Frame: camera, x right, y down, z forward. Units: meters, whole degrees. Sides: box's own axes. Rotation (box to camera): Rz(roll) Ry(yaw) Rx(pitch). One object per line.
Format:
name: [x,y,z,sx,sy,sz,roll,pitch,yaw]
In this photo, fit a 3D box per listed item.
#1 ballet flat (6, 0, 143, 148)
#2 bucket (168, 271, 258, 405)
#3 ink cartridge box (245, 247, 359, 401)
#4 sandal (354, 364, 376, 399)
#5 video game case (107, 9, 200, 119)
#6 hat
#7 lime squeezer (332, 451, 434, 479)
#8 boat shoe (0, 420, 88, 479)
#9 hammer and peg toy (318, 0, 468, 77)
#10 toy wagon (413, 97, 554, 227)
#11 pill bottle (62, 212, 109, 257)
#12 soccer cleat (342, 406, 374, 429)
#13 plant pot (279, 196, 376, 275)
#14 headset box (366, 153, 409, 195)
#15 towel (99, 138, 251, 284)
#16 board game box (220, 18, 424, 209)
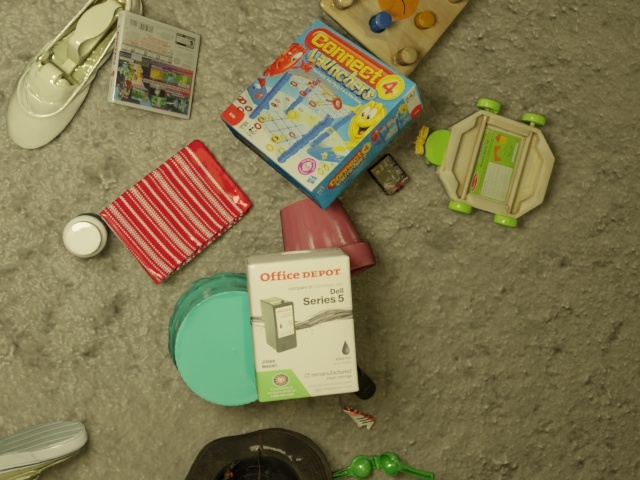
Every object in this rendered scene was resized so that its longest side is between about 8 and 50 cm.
ballet flat: [-0.508,-0.363,1.620,0.139,0.139,0.400,38,86,-13]
bucket: [-0.190,0.212,1.710,0.281,0.183,0.281,-1,96,-12]
ink cartridge box: [-0.038,0.161,1.579,0.198,0.115,0.272,-5,97,-6]
sandal: [0.062,0.300,1.846,0.179,0.040,0.067,43,85,-12]
video game case: [-0.340,-0.357,1.657,0.201,0.023,0.183,5,94,-51]
hat: [-0.133,0.572,1.752,0.331,0.331,0.134,-14,135,-11]
lime squeezer: [0.118,0.536,1.853,0.310,0.110,0.058,-10,116,19]
boat shoe: [-0.630,0.463,1.687,0.302,0.109,0.094,-16,113,-2]
hammer and peg toy: [0.121,-0.555,1.748,0.361,0.127,0.266,38,88,-13]
toy wagon: [0.372,-0.189,1.863,0.344,0.068,0.267,15,91,-12]
pill bottle: [-0.478,-0.010,1.640,0.087,0.160,0.087,-1,95,-12]
soccer cleat: [0.086,0.413,1.868,0.083,0.029,0.035,24,85,-18]
plant pot: [0.000,0.000,1.742,0.201,0.201,0.180,-17,83,-11]
headset box: [0.157,-0.147,1.835,0.062,0.032,0.083,-42,102,-6]
towel: [-0.301,-0.065,1.710,0.275,0.031,0.199,-42,101,-21]
board game box: [0.000,-0.268,1.672,0.302,0.086,0.308,-46,60,-6]
